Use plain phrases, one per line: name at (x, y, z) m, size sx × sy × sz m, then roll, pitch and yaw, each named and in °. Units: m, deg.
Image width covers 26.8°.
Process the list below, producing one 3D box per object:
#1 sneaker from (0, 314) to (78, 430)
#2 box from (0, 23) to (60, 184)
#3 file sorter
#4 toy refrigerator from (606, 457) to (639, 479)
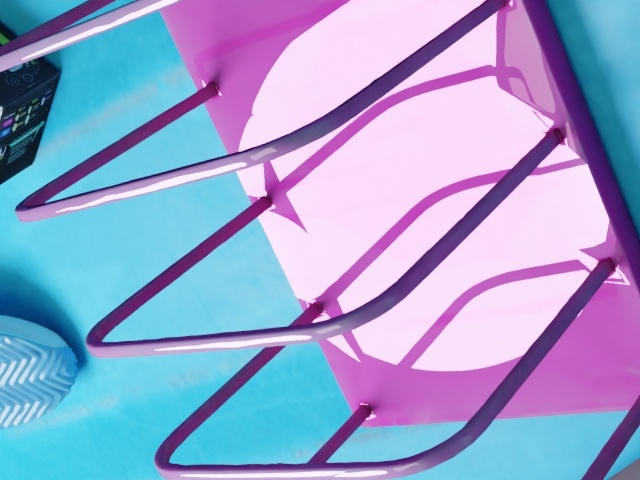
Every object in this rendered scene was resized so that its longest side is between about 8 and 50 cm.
sneaker at (-0.273, 0.077, 0.940) m, size 0.229 × 0.092 × 0.087 m, roll -1°, pitch 117°, yaw 15°
box at (-0.201, -0.079, 0.801) m, size 0.062 × 0.052 × 0.083 m, roll 38°, pitch 135°, yaw 10°
file sorter at (0.000, 0.000, 0.610) m, size 0.202 × 0.182 × 0.290 m, roll -11°, pitch 111°, yaw 41°
toy refrigerator at (0.132, 0.186, 0.651) m, size 0.094 × 0.102 × 0.269 m, roll 48°, pitch 146°, yaw 11°
